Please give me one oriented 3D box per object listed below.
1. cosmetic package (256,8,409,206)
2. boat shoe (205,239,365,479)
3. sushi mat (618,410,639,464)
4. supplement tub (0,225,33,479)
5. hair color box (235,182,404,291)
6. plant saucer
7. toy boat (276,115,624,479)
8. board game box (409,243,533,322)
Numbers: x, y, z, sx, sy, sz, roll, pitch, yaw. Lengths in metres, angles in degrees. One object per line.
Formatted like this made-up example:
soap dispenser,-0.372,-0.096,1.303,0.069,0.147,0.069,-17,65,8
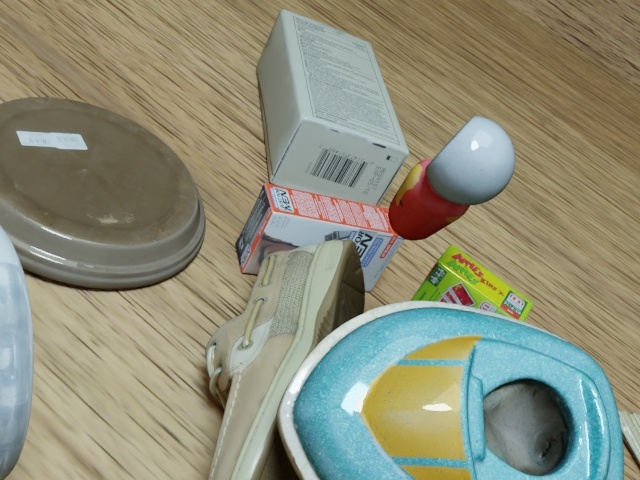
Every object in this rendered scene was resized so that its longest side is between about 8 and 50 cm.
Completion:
cosmetic package,0.006,-0.192,1.105,0.160,0.113,0.309,16,36,-20
boat shoe,-0.042,0.121,0.686,0.110,0.121,0.341,-2,31,16
sushi mat,0.447,0.323,0.853,0.151,0.019,0.316,10,39,-26
supplement tub,-0.344,0.073,0.431,0.316,0.193,0.193,-1,45,-39
hair color box,0.000,0.000,0.870,0.167,0.093,0.053,10,38,-26
plant saucer,-0.245,-0.063,0.807,0.278,0.041,0.278,21,35,-16
toy boat,0.101,0.072,0.571,0.267,0.148,0.318,5,68,-17
board game box,0.110,0.102,0.741,0.092,0.181,0.043,37,34,10
